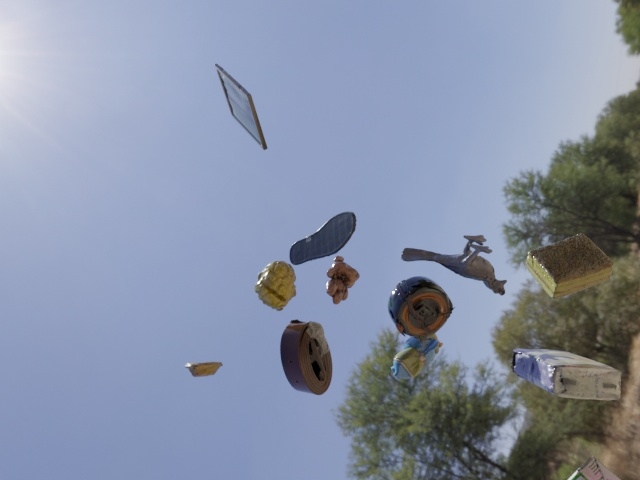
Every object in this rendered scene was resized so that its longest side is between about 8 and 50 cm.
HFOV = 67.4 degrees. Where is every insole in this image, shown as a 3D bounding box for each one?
[{"bbox_3d":[0.000,0.000,1.371,0.012,0.309,0.110,9,-112,-36],"label":"insole"}]

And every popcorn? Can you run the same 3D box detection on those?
[{"bbox_3d":[-0.181,0.203,2.115,0.200,0.226,0.203,-43,-57,2],"label":"popcorn"}]

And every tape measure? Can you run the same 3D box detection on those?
[{"bbox_3d":[0.336,0.229,1.616,0.223,0.135,0.202,36,-80,-27],"label":"tape measure"}]

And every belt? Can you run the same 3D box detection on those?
[{"bbox_3d":[-0.055,0.508,2.089,0.217,0.122,0.338,-32,-67,-48],"label":"belt"}]

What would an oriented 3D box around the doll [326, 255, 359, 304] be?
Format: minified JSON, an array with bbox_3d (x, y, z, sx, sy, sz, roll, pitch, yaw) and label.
[{"bbox_3d":[0.123,0.216,2.534,0.201,0.156,0.303,63,-159,-19],"label":"doll"}]

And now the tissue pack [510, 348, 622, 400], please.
[{"bbox_3d":[0.888,0.483,1.761,0.343,0.243,0.125,108,167,-86],"label":"tissue pack"}]

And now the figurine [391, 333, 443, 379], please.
[{"bbox_3d":[0.398,0.487,2.045,0.262,0.154,0.180,-39,-21,-12],"label":"figurine"}]

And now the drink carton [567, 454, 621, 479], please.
[{"bbox_3d":[0.742,0.763,1.395,0.161,0.108,0.271,2,-56,-44],"label":"drink carton"}]

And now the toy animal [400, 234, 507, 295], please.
[{"bbox_3d":[0.457,0.064,1.509,0.205,0.367,0.081,112,179,-51],"label":"toy animal"}]

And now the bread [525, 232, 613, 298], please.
[{"bbox_3d":[0.879,0.093,1.702,0.234,0.184,0.110,-17,-46,-6],"label":"bread"}]

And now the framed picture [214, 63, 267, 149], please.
[{"bbox_3d":[-0.273,-0.458,1.640,0.016,0.289,0.213,-29,-42,-14],"label":"framed picture"}]

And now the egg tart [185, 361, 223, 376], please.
[{"bbox_3d":[-0.394,0.436,1.627,0.129,0.129,0.049,25,-122,-59],"label":"egg tart"}]
